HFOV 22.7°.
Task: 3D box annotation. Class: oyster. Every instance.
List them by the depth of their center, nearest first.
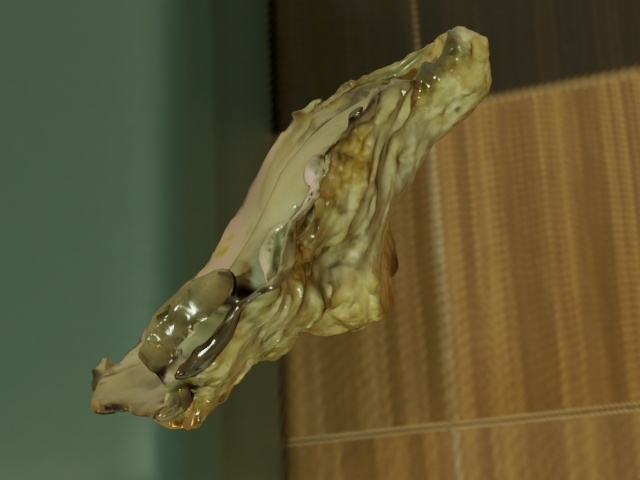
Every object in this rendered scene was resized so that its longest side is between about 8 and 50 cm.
[{"bbox_3d":[0.000,0.000,0.601,0.081,0.163,0.191,37,108,-2],"label":"oyster"}]
